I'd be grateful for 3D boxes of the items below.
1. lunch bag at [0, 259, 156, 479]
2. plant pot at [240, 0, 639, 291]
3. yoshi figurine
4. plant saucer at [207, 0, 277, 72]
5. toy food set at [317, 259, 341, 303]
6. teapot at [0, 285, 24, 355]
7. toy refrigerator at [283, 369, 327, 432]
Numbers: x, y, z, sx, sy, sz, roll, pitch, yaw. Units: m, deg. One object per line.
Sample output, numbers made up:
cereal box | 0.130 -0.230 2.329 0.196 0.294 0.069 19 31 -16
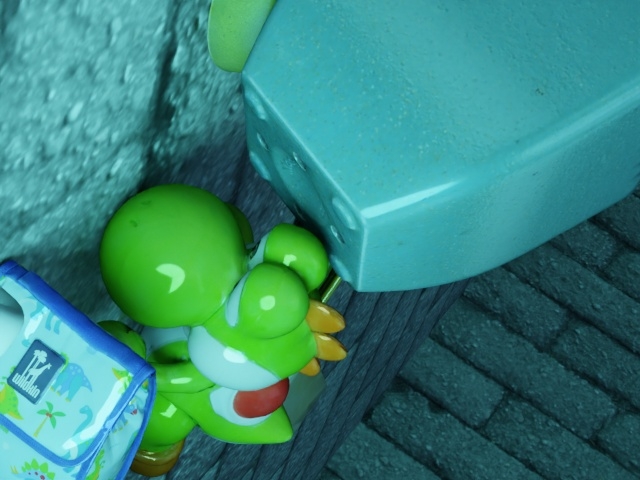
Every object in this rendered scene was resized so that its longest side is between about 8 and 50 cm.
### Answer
lunch bag | -0.184 0.104 0.875 0.096 0.128 0.151 -38 160 -56
plant pot | 0.082 -0.105 0.954 0.252 0.247 0.248 -34 163 -13
yoshi figurine | -0.115 0.059 1.056 0.203 0.204 0.362 -3 157 -24
plant saucer | 0.003 -0.220 0.969 0.241 0.037 0.241 -52 168 -16
toy food set | 0.000 0.000 1.496 0.218 0.071 0.128 -55 -168 8
teapot | -0.194 -0.024 0.360 0.256 0.187 0.253 -44 164 -47
toy refrigerator | -0.061 0.154 1.554 0.094 0.102 0.269 -54 167 -11
